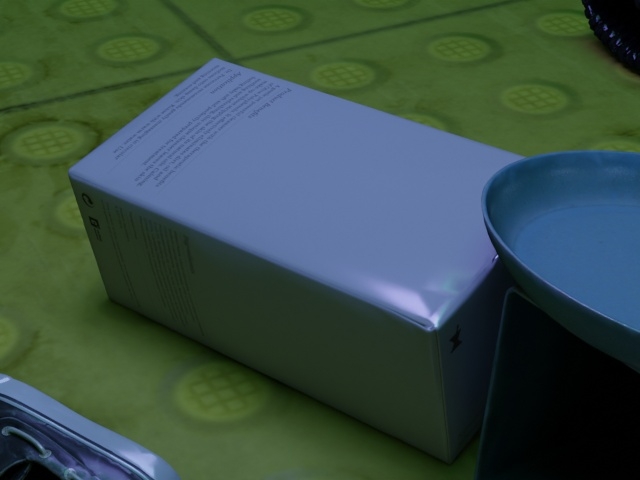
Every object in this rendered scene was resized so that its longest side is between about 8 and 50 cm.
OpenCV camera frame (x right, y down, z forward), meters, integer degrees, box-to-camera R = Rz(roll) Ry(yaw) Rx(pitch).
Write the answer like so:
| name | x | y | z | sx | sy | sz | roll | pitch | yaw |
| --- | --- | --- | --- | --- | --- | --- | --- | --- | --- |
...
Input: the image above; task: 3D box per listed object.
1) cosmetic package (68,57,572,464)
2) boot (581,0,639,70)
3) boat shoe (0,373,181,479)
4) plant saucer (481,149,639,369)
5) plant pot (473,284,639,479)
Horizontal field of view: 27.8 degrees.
| name | x | y | z | sx | sy | sz | roll | pitch | yaw |
| --- | --- | --- | --- | --- | --- | --- | --- | --- | --- |
| cosmetic package | 0.000 | 0.000 | 1.037 | 0.365 | 0.155 | 0.197 | 24 | 50 | 32 |
| boot | 0.493 | -0.255 | 1.473 | 0.260 | 0.131 | 0.348 | -10 | 22 | -27 |
| boat shoe | -0.202 | 0.154 | 0.893 | 0.219 | 0.078 | 0.070 | 17 | 35 | 24 |
| plant saucer | 0.255 | 0.023 | 0.830 | 0.317 | 0.044 | 0.318 | 8 | 25 | -4 |
| plant pot | 0.255 | 0.109 | 0.878 | 0.234 | 0.166 | 0.165 | -16 | 34 | -34 |
